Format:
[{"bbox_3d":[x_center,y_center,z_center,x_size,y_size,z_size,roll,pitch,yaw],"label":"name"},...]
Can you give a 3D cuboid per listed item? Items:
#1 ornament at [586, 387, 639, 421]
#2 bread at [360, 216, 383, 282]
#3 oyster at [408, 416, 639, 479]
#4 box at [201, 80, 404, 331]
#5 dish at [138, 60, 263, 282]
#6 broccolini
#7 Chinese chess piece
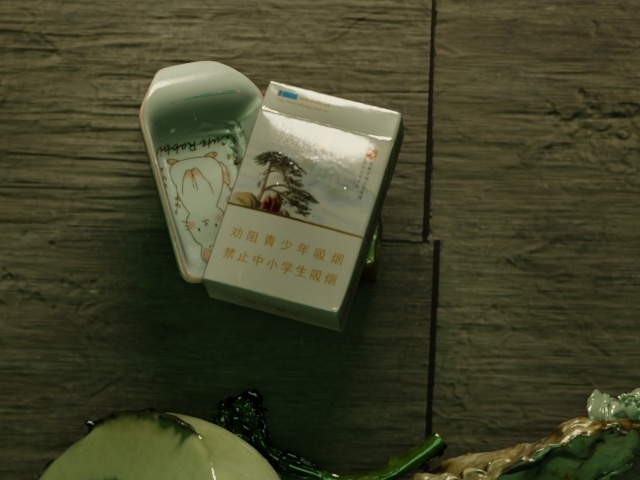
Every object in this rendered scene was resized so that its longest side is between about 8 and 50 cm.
[{"bbox_3d":[0.317,0.191,1.881,0.068,0.041,0.092,38,97,7],"label":"ornament"},{"bbox_3d":[-0.005,0.000,1.867,0.139,0.084,0.074,3,76,4],"label":"bread"},{"bbox_3d":[0.174,0.251,1.836,0.345,0.128,0.078,-19,66,5],"label":"oyster"},{"bbox_3d":[-0.015,-0.038,1.799,0.149,0.067,0.233,16,71,8],"label":"box"},{"bbox_3d":[-0.120,-0.074,1.863,0.154,0.064,0.234,-14,88,-30],"label":"dish"},{"bbox_3d":[-0.001,0.210,1.867,0.271,0.062,0.123,-7,102,5],"label":"broccolini"},{"bbox_3d":[-0.181,0.339,1.724,0.146,0.349,0.349,36,87,-38],"label":"Chinese chess piece"}]
